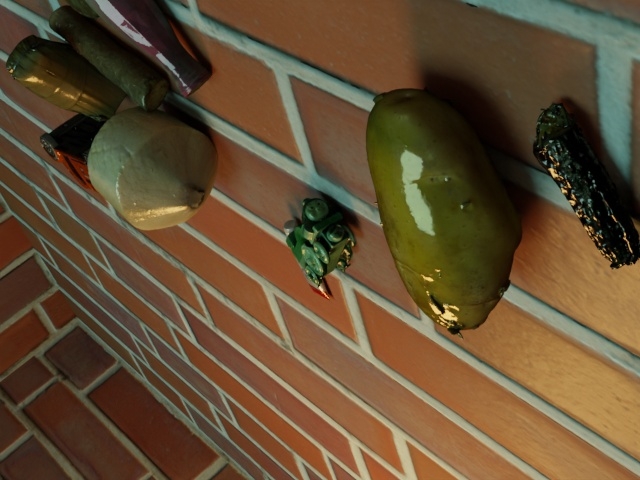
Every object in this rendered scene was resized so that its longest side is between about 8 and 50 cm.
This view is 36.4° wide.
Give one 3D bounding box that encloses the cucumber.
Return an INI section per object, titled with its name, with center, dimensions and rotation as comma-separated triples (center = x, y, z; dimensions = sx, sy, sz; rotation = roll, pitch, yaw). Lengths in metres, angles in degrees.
[cucumber]
center = 0.258, -0.047, 0.927
dimensions = 0.181, 0.053, 0.053
rotation = 54, 159, -17

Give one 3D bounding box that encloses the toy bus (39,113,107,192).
[toy bus]
center = -0.429, -0.171, 1.954
dimensions = 0.329, 0.143, 0.153
rotation = 21, 144, 49

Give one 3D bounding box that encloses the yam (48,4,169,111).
[yam]
center = -0.374, -0.323, 1.697
dimensions = 0.300, 0.066, 0.066
rotation = 39, 156, 28

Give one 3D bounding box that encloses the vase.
[vase]
center = -0.255, -0.312, 1.466
dimensions = 0.214, 0.086, 0.086
rotation = 49, 159, -8

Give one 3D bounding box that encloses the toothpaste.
[toothpaste]
center = -0.024, 0.037, 1.654
dimensions = 0.048, 0.031, 0.190
rotation = 27, 152, 39

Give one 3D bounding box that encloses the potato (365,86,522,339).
[potato]
center = 0.138, -0.027, 1.075
dimensions = 0.173, 0.140, 0.300
rotation = 33, 148, 53

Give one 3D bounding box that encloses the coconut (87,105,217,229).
[coconut]
center = -0.281, -0.119, 1.671
dimensions = 0.222, 0.202, 0.202
rotation = 33, 153, 38

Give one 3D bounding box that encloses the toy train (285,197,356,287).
[toy train]
center = 0.000, 0.000, 1.494
dimensions = 0.104, 0.071, 0.178
rotation = 56, 162, 14

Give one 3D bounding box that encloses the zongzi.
[zongzi]
center = -0.509, -0.340, 1.812
dimensions = 0.256, 0.115, 0.228
rotation = 47, -167, 35

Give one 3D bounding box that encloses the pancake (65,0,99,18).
[pancake]
center = -0.434, -0.472, 1.601
dimensions = 0.222, 0.042, 0.236
rotation = 19, 147, 45
